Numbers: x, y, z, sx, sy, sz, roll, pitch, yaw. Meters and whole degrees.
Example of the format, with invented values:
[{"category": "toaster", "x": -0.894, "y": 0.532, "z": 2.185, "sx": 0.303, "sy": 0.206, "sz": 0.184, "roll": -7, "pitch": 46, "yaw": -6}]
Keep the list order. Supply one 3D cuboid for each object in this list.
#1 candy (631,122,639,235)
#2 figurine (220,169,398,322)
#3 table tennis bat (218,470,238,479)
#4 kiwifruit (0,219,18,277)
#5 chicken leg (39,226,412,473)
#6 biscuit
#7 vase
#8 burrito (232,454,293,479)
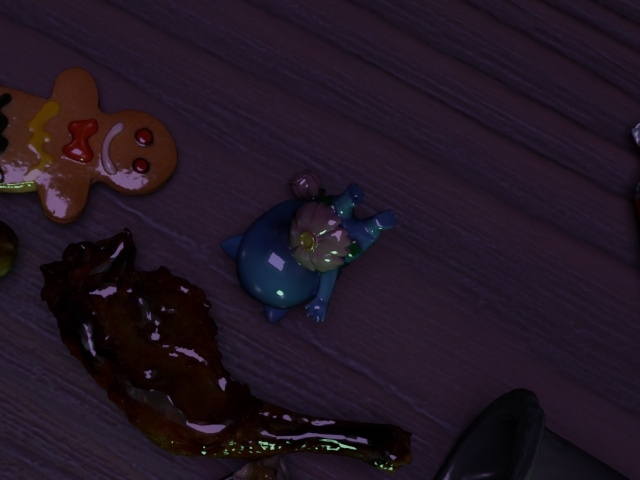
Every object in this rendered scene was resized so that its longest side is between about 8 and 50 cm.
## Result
[{"category": "candy", "x": 0.375, "y": 0.012, "z": 1.477, "sx": 0.086, "sy": 0.059, "sz": 0.292, "roll": -8, "pitch": 83, "yaw": -3}, {"category": "figurine", "x": -0.002, "y": -0.005, "z": 1.414, "sx": 0.114, "sy": 0.178, "sz": 0.144, "roll": 47, "pitch": 40, "yaw": -15}, {"category": "table tennis bat", "x": -0.069, "y": 0.336, "z": 1.415, "sx": 0.130, "sy": 0.019, "sz": 0.220, "roll": 5, "pitch": 83, "yaw": -8}, {"category": "kiwifruit", "x": -0.359, "y": 0.005, "z": 1.404, "sx": 0.124, "sy": 0.075, "sz": 0.075, "roll": 8, "pitch": 82, "yaw": -9}, {"category": "chicken leg", "x": -0.105, "y": 0.138, "z": 1.386, "sx": 0.407, "sy": 0.096, "sz": 0.158, "roll": 30, "pitch": 66, "yaw": 8}, {"category": "biscuit", "x": -0.265, "y": -0.100, "z": 1.430, "sx": 0.250, "sy": 0.036, "sz": 0.165, "roll": 8, "pitch": 72, "yaw": -9}, {"category": "vase", "x": 0.247, "y": 0.316, "z": 1.353, "sx": 0.291, "sy": 0.245, "sz": 0.245, "roll": 33, "pitch": 81, "yaw": -7}, {"category": "burrito", "x": 0.006, "y": 0.395, "z": 1.369, "sx": 0.117, "sy": 0.076, "sz": 0.392, "roll": -23, "pitch": 90, "yaw": -43}]
